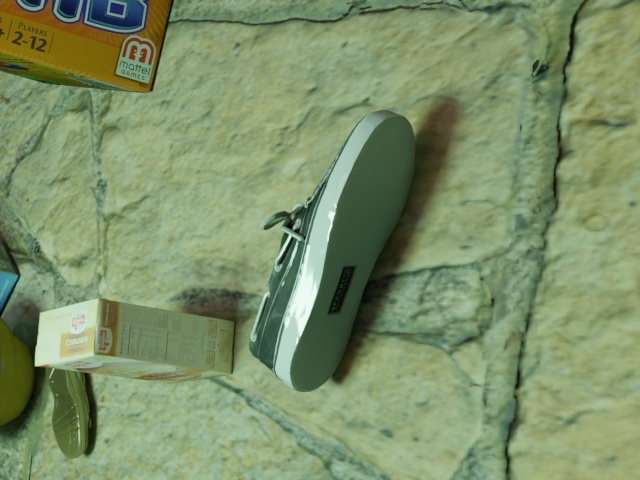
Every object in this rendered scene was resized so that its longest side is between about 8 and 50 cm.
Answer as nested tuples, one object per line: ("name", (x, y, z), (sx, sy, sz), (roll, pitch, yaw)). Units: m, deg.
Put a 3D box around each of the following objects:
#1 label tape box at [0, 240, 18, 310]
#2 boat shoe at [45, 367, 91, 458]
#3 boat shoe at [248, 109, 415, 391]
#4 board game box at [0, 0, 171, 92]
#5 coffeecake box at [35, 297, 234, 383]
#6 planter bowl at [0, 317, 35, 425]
("label tape box", (-0.670, 0.090, 2.046), (0.240, 0.333, 0.106), (-59, 40, 23))
("boat shoe", (-0.336, 0.224, 1.821), (0.056, 0.048, 0.153), (-33, 61, 28))
("boat shoe", (0.003, 0.000, 1.380), (0.105, 0.113, 0.306), (32, 115, 37))
("board game box", (-0.434, -0.428, 1.873), (0.356, 0.356, 0.356), (13, 90, 53))
("coffeecake box", (-0.218, 0.121, 1.570), (0.142, 0.185, 0.068), (-14, 69, 50))
("planter bowl", (-0.483, 0.204, 1.972), (0.217, 0.090, 0.217), (-19, 66, 49))
